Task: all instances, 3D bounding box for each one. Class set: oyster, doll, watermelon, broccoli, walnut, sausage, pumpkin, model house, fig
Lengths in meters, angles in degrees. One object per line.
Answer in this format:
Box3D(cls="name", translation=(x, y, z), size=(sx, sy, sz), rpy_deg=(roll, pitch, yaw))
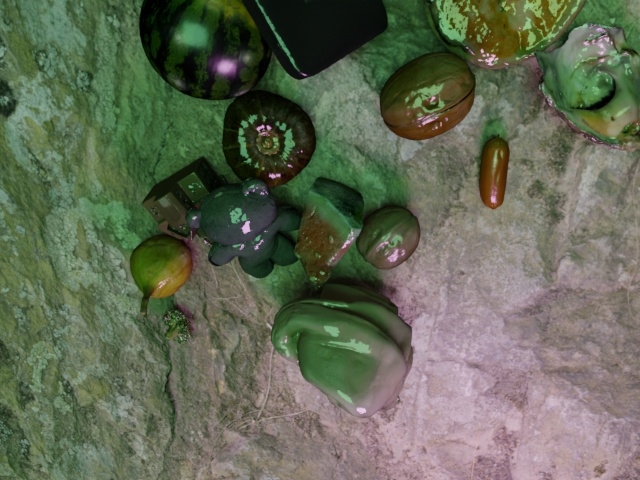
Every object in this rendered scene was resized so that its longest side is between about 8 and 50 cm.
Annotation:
Box3D(cls="oyster", translation=(0.572, -0.311, 1.032), size=(0.275, 0.100, 0.271), rpy_deg=(-5, 109, 2))
Box3D(cls="doll", translation=(-0.170, -0.030, 1.178), size=(0.246, 0.340, 0.158), rpy_deg=(-26, 63, 6))
Box3D(cls="watermelon", translation=(-0.228, -0.411, 0.997), size=(0.269, 0.269, 0.268), rpy_deg=(2, 112, 6))
Box3D(cls="broccoli", translation=(-0.402, 0.242, 1.376), size=(0.095, 0.092, 0.097), rpy_deg=(39, 142, 3))
Box3D(cls="walnut", translation=(0.226, -0.302, 1.047), size=(0.207, 0.167, 0.167), rpy_deg=(-22, 108, 17))
Box3D(cls="sausage", translation=(0.398, -0.153, 1.143), size=(0.062, 0.054, 0.183), rpy_deg=(15, 119, 31))
Box3D(cls="walnut", translation=(0.162, -0.008, 1.186), size=(0.140, 0.140, 0.162), rpy_deg=(44, 99, -11))
Box3D(cls="pumpkin", translation=(-0.119, -0.224, 1.128), size=(0.219, 0.162, 0.218), rpy_deg=(-5, 105, -18))
Box3D(cls="model house", translation=(-0.291, -0.043, 1.217), size=(0.181, 0.176, 0.248), rpy_deg=(-28, 116, 17))
Box3D(cls="watermelon", translation=(0.000, 0.000, 1.177), size=(0.140, 0.193, 0.256), rpy_deg=(22, 114, -3))
Box3D(cls="fig", translation=(-0.408, 0.099, 1.235), size=(0.159, 0.257, 0.159), rpy_deg=(-1, 125, -2))

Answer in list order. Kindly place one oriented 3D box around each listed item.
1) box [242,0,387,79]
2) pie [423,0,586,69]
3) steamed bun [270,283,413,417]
Box3D(cls="box", translation=(-0.024, -0.487, 0.958), size=(0.073, 0.289, 0.290), rpy_deg=(-9, 118, 57))
Box3D(cls="pie", translation=(0.373, -0.517, 0.990), size=(0.339, 0.077, 0.339), rpy_deg=(1, 110, 3))
Box3D(cls="steamed bun", translation=(0.080, 0.236, 1.204), size=(0.342, 0.368, 0.255), rpy_deg=(33, 88, 26))
